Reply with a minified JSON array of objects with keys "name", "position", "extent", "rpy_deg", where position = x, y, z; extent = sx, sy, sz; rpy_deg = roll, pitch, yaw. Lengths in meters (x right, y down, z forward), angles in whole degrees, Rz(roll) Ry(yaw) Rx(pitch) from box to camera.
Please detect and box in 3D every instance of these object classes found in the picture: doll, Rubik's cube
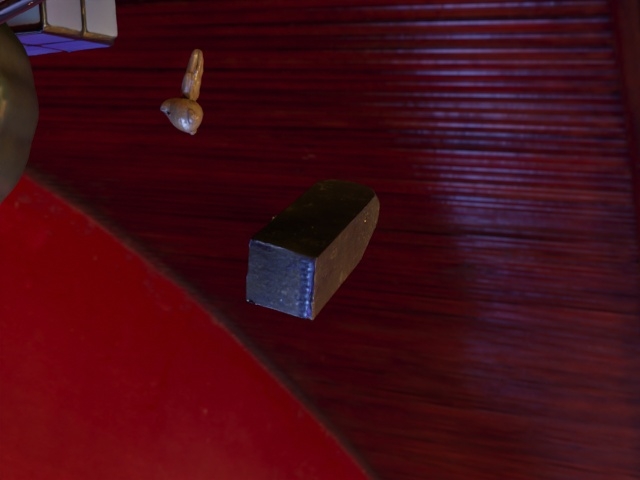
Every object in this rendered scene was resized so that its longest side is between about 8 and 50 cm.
[{"name":"doll","position":[-0.150,-0.174,1.060],"extent":[0.093,0.051,0.061],"rpy_deg":[-61,180,-7]},{"name":"Rubik's cube","position":[-0.400,-0.353,1.217],"extent":[0.167,0.184,0.180],"rpy_deg":[-16,105,-68]}]

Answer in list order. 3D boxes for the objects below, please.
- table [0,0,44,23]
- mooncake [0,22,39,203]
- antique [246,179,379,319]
[{"name":"table","position":[-0.248,-0.322,0.816],"extent":[0.317,0.249,0.317],"rpy_deg":[158,-90,-78]},{"name":"mooncake","position":[-0.497,-0.152,1.005],"extent":[0.187,0.352,0.351],"rpy_deg":[125,-28,-86]},{"name":"antique","position":[0.000,0.000,1.025],"extent":[0.221,0.081,0.080],"rpy_deg":[-44,146,-57]}]
